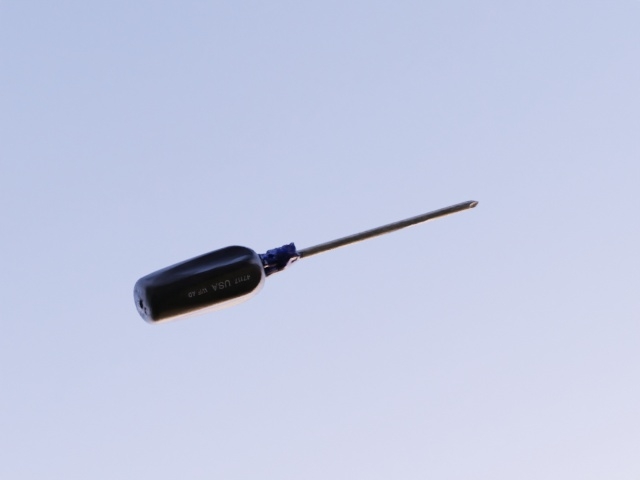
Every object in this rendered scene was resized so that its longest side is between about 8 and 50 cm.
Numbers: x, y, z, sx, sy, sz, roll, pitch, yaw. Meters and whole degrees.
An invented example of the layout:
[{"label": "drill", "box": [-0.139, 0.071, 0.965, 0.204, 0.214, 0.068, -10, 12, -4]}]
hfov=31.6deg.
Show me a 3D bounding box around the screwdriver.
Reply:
[{"label": "screwdriver", "box": [0.000, 0.000, 0.466, 0.170, 0.024, 0.025, -22, -102, -33]}]
